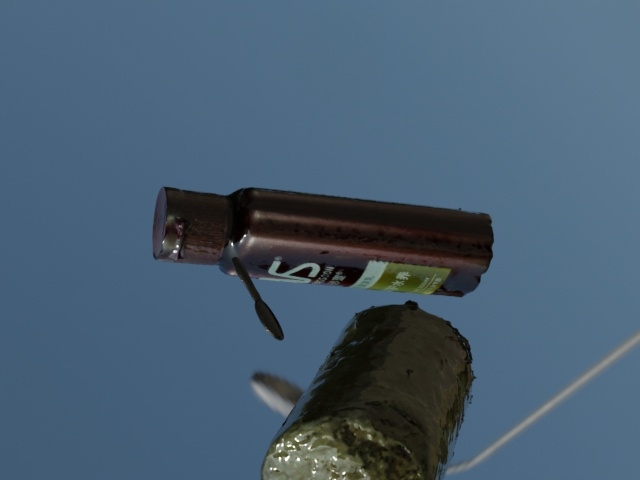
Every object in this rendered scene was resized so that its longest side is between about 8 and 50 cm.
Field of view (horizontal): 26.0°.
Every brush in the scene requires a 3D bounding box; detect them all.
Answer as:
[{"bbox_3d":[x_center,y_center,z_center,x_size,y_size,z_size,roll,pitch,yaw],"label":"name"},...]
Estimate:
[{"bbox_3d":[-0.054,0.050,1.179,0.083,0.008,0.024,59,-153,12],"label":"brush"}]

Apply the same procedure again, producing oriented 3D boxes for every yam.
[{"bbox_3d":[0.061,0.212,1.549,0.195,0.195,0.300,43,-149,-5],"label":"yam"}]

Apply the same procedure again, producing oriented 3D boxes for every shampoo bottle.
[{"bbox_3d":[0.000,0.000,1.361,0.323,0.129,0.084,6,-112,-18],"label":"shampoo bottle"}]
